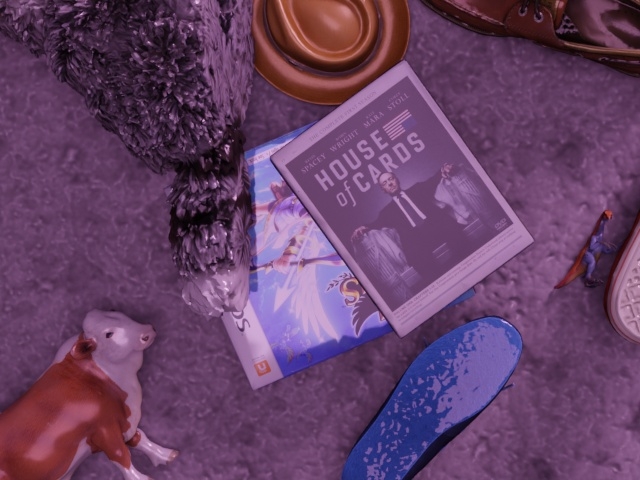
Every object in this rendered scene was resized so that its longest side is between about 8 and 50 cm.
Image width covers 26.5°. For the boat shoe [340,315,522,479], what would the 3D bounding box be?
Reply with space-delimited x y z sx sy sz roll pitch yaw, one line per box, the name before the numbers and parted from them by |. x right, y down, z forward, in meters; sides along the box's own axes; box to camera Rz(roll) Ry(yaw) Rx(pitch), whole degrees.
boat shoe | 0.116 0.177 1.488 0.258 0.089 0.109 -42 79 9

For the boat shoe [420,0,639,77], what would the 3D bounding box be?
boat shoe | 0.245 -0.259 1.438 0.307 0.104 0.111 15 95 0

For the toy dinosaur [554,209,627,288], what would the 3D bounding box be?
toy dinosaur | 0.298 0.008 1.492 0.090 0.047 0.082 -4 76 12

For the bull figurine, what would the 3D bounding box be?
bull figurine | -0.275 0.218 1.489 0.310 0.101 0.188 -39 94 3

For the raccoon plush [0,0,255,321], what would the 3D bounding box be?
raccoon plush | -0.236 -0.142 1.381 0.299 0.216 0.446 -2 82 12

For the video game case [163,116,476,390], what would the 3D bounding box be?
video game case | 0.000 0.000 1.487 0.269 0.061 0.244 -24 94 3

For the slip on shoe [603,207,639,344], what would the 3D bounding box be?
slip on shoe | 0.397 -0.036 1.458 0.123 0.101 0.331 30 81 -1

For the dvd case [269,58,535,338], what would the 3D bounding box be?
dvd case | 0.086 -0.044 1.438 0.179 0.029 0.239 -36 94 1

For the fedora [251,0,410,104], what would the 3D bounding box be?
fedora | 0.002 -0.239 1.459 0.194 0.079 0.194 0 94 2
